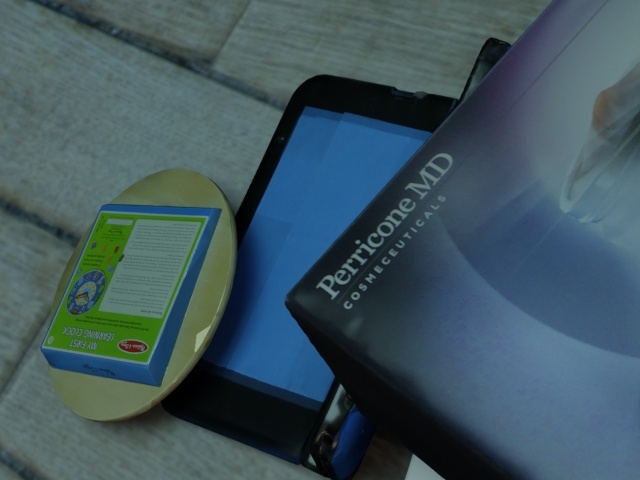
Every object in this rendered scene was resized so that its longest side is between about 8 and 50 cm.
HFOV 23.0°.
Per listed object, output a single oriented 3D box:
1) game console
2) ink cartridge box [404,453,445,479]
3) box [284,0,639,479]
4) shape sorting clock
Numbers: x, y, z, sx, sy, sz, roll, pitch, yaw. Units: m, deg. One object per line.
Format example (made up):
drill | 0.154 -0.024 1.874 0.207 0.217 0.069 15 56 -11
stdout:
game console | 0.000 0.000 1.084 0.173 0.250 0.293 22 79 8
ink cartridge box | 0.174 0.075 0.986 0.172 0.100 0.237 8 72 32
box | 0.195 0.035 0.815 0.294 0.182 0.296 36 79 30
shape sorting clock | -0.138 0.041 1.203 0.206 0.040 0.206 -25 48 31
